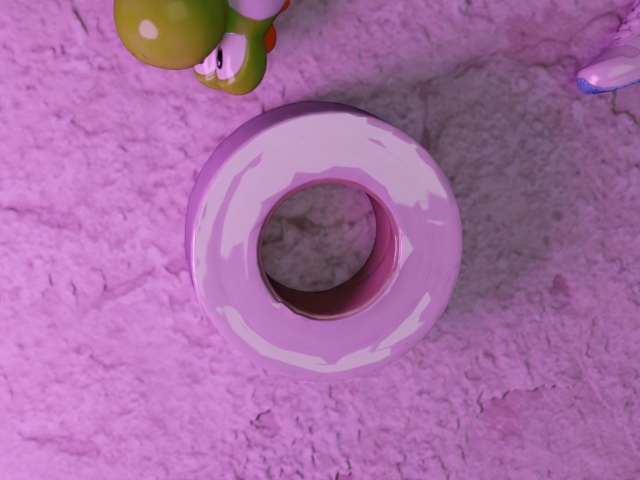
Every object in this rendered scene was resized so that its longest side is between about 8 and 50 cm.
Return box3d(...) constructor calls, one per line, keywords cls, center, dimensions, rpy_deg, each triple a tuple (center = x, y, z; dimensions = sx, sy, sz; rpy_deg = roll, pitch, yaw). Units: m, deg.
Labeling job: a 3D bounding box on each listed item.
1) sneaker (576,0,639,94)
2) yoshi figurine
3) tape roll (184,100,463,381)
box3d(cls="sneaker", center=(0.361, -0.233, 1.406), dimensions=(0.228, 0.087, 0.092), rpy_deg=(-33, 99, -9))
box3d(cls="yoshi figurine", center=(-0.115, -0.311, 1.242), dimensions=(0.203, 0.203, 0.362), rpy_deg=(-1, 107, -7))
box3d(cls="tape roll", center=(0.000, 0.000, 1.378), dimensions=(0.286, 0.100, 0.286), rpy_deg=(-2, 103, -10))
